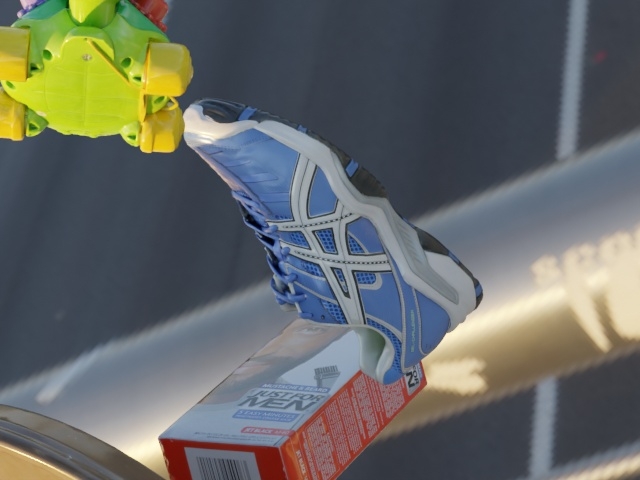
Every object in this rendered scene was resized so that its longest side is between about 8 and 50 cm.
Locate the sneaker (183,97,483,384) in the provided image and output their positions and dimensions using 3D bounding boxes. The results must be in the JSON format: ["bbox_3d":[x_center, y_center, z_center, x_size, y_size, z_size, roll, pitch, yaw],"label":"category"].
[{"bbox_3d":[0.000,0.000,1.043,0.081,0.211,0.080,-53,23,-9],"label":"sneaker"}]

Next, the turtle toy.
[{"bbox_3d":[-0.105,-0.093,0.858,0.130,0.095,0.066,107,166,-59],"label":"turtle toy"}]

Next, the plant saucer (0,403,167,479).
[{"bbox_3d":[-0.129,0.182,1.048,0.278,0.278,0.041,-7,40,46],"label":"plant saucer"}]

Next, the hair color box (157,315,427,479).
[{"bbox_3d":[-0.014,0.106,1.176,0.093,0.053,0.167,-1,23,33],"label":"hair color box"}]
